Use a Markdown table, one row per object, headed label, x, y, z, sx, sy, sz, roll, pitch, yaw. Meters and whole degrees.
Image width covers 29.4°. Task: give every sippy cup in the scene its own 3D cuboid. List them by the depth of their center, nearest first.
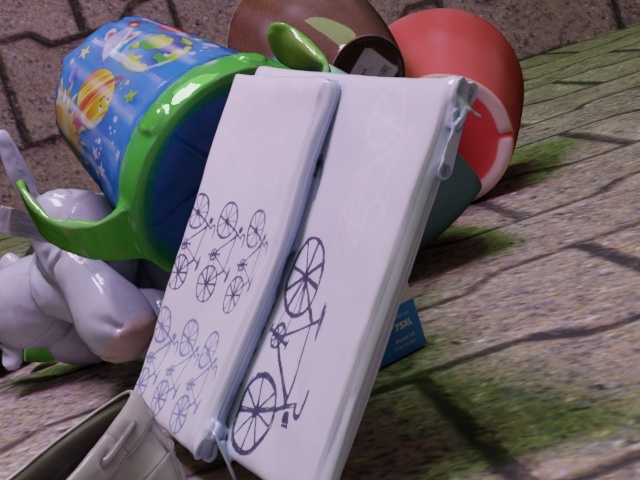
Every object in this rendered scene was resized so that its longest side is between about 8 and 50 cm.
| label | x | y | z | sx | sy | sz | roll | pitch | yaw |
| --- | --- | --- | --- | --- | --- | --- | --- | --- | --- |
| sippy cup | -0.150 | -0.114 | 1.243 | 0.305 | 0.240 | 0.224 | -4 | 31 | -45 |

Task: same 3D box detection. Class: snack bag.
| label | x | y | z | sx | sy | sz | roll | pitch | yaw |
| --- | --- | --- | --- | --- | --- | --- | --- | --- | --- |
| snack bag | -0.033 | 0.021 | 0.930 | 0.037 | 0.323 | 0.342 | 20 | -1 | -30 |

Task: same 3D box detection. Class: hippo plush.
| label | x | y | z | sx | sy | sz | roll | pitch | yaw |
| --- | --- | --- | --- | --- | --- | --- | --- | --- | --- |
| hippo plush | -0.274 | 0.072 | 1.354 | 0.294 | 0.234 | 0.236 | 17 | -44 | -36 |

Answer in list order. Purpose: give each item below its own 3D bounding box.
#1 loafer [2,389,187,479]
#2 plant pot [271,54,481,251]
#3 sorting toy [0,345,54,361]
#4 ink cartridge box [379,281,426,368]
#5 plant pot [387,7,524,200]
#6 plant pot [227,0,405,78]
| label | x | y | z | sx | sy | sz | roll | pitch | yaw |
| --- | --- | --- | --- | --- | --- | --- | --- | --- | --- |
| loafer | -0.224 | 0.199 | 0.777 | 0.112 | 0.111 | 0.319 | -7 | 14 | 45 |
| plant pot | 0.013 | -0.060 | 1.427 | 0.195 | 0.290 | 0.290 | -56 | 16 | -5 |
| sorting toy | -0.482 | 0.153 | 1.552 | 0.347 | 0.047 | 0.196 | -8 | -10 | 39 |
| ink cartridge box | 0.000 | 0.000 | 1.120 | 0.078 | 0.231 | 0.134 | -23 | 12 | -30 |
| plant pot | 0.171 | -0.178 | 1.761 | 0.275 | 0.275 | 0.243 | -16 | 20 | 10 |
| plant pot | 0.015 | -0.245 | 1.634 | 0.215 | 0.215 | 0.230 | -21 | 27 | -18 |
